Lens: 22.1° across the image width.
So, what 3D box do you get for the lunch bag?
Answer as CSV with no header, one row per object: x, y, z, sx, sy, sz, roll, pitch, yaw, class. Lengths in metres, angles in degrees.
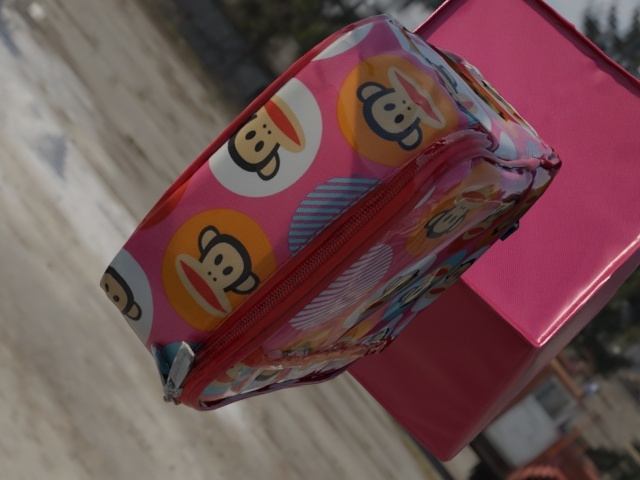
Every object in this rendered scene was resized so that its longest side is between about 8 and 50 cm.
0.000,0.000,0.954,0.120,0.258,0.293,51,15,12,lunch bag

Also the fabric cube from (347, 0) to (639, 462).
0.124,-0.021,1.359,0.259,0.254,0.258,43,-26,11,fabric cube
